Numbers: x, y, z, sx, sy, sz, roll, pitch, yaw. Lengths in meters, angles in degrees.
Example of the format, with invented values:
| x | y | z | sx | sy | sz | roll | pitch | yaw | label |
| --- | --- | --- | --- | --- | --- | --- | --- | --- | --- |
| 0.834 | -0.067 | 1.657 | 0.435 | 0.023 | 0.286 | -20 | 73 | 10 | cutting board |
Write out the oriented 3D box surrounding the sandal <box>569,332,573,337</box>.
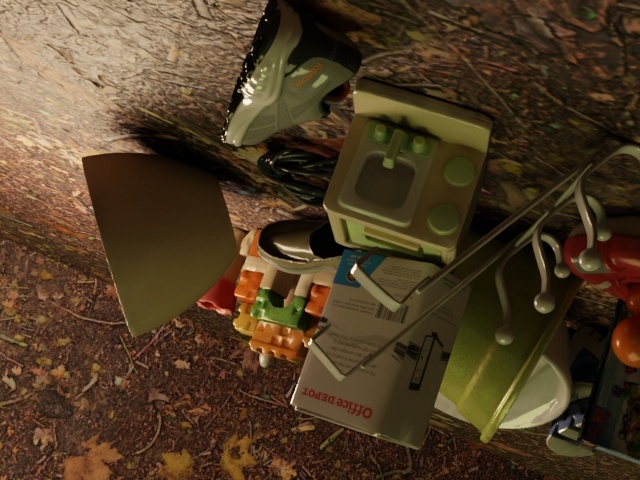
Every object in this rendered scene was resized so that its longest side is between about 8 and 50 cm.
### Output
| x | y | z | sx | sy | sz | roll | pitch | yaw | label |
| --- | --- | --- | --- | --- | --- | --- | --- | --- | --- |
| 0.417 | 0.189 | 1.836 | 0.067 | 0.040 | 0.179 | 20 | 166 | 2 | sandal |

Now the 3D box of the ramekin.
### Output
| x | y | z | sx | sy | sz | roll | pitch | yaw | label |
| --- | --- | --- | --- | --- | --- | --- | --- | --- | --- |
| 0.270 | 0.173 | 1.651 | 0.272 | 0.127 | 0.273 | 14 | 141 | 12 | ramekin |

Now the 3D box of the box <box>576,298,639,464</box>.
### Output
| x | y | z | sx | sy | sz | roll | pitch | yaw | label |
| --- | --- | --- | --- | --- | --- | --- | --- | --- | --- |
| 0.441 | 0.175 | 1.340 | 0.159 | 0.233 | 0.044 | 18 | 166 | 7 | box |

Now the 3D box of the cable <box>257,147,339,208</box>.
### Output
| x | y | z | sx | sy | sz | roll | pitch | yaw | label |
| --- | --- | --- | --- | --- | --- | --- | --- | --- | --- |
| -0.012 | -0.086 | 1.401 | 0.150 | 0.047 | 0.184 | 16 | 169 | 37 | cable |

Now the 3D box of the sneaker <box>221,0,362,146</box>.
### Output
| x | y | z | sx | sy | sz | roll | pitch | yaw | label |
| --- | --- | --- | --- | --- | --- | --- | --- | --- | --- |
| -0.035 | -0.149 | 1.065 | 0.108 | 0.100 | 0.271 | 17 | 167 | -10 | sneaker |

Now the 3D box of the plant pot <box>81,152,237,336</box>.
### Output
| x | y | z | sx | sy | sz | roll | pitch | yaw | label |
| --- | --- | --- | --- | --- | --- | --- | --- | --- | --- |
| -0.236 | -0.013 | 1.607 | 0.190 | 0.284 | 0.284 | -15 | 170 | -9 | plant pot |

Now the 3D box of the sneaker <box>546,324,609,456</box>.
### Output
| x | y | z | sx | sy | sz | roll | pitch | yaw | label |
| --- | --- | --- | --- | --- | --- | --- | --- | --- | --- |
| 0.472 | 0.199 | 1.634 | 0.127 | 0.182 | 0.315 | 26 | 136 | -30 | sneaker |

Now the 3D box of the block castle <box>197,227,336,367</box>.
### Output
| x | y | z | sx | sy | sz | roll | pitch | yaw | label |
| --- | --- | --- | --- | --- | --- | --- | --- | --- | --- |
| 0.012 | 0.144 | 1.884 | 0.453 | 0.213 | 0.303 | 10 | 163 | 37 | block castle |

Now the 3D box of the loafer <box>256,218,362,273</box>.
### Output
| x | y | z | sx | sy | sz | roll | pitch | yaw | label |
| --- | --- | --- | --- | --- | --- | --- | --- | --- | --- |
| 0.000 | 0.000 | 1.636 | 0.251 | 0.094 | 0.087 | 6 | 149 | 32 | loafer |

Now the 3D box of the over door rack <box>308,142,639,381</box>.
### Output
| x | y | z | sx | sy | sz | roll | pitch | yaw | label |
| --- | --- | --- | --- | --- | --- | --- | --- | --- | --- |
| 0.165 | 0.042 | 1.034 | 0.108 | 0.324 | 0.239 | 60 | 158 | 16 | over door rack |

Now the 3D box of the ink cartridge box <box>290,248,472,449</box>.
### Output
| x | y | z | sx | sy | sz | roll | pitch | yaw | label |
| --- | --- | --- | --- | --- | --- | --- | --- | --- | --- |
| 0.070 | 0.125 | 1.221 | 0.148 | 0.203 | 0.086 | 10 | 168 | 46 | ink cartridge box |

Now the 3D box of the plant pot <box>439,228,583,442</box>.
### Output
| x | y | z | sx | sy | sz | roll | pitch | yaw | label |
| --- | --- | --- | --- | --- | --- | --- | --- | --- | --- |
| 0.180 | 0.086 | 1.396 | 0.254 | 0.276 | 0.276 | 30 | 168 | 12 | plant pot |

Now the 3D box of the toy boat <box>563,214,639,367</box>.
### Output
| x | y | z | sx | sy | sz | roll | pitch | yaw | label |
| --- | --- | --- | --- | --- | --- | --- | --- | --- | --- |
| 0.383 | 0.076 | 1.214 | 0.231 | 0.151 | 0.151 | 27 | 165 | -24 | toy boat |

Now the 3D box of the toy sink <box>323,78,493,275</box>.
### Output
| x | y | z | sx | sy | sz | roll | pitch | yaw | label |
| --- | --- | --- | --- | --- | --- | --- | --- | --- | --- |
| 0.095 | -0.056 | 1.156 | 0.152 | 0.131 | 0.234 | 18 | 166 | 9 | toy sink |
